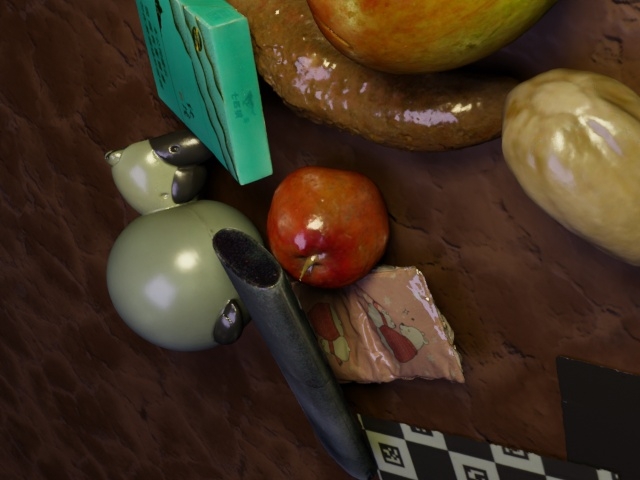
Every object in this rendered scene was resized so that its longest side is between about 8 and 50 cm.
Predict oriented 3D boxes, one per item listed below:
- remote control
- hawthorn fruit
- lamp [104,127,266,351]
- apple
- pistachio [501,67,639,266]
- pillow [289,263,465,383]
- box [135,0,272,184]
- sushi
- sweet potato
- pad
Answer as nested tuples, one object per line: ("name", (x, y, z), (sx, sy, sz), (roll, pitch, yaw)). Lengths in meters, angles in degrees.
("remote control", (-0.018, 0.135, 1.018), (0.107, 0.044, 0.378), (34, 157, 40))
("hawthorn fruit", (0.001, -0.006, 0.923), (0.125, 0.140, 0.125), (28, 159, 12))
("lamp", (-0.156, 0.003, 1.057), (0.197, 0.197, 0.244), (-6, 97, 47))
("apple", (0.083, -0.212, 0.639), (0.196, 0.196, 0.196), (25, 134, 30))
("pistachio", (0.210, -0.049, 0.703), (0.185, 0.108, 0.126), (43, 159, -2))
("pillow", (0.053, 0.090, 1.008), (0.248, 0.049, 0.135), (-13, 108, 53))
("box", (-0.120, -0.173, 0.913), (0.226, 0.042, 0.161), (46, 153, 47))
("sushi", (0.199, 0.385, 1.069), (0.343, 0.064, 0.359), (4, 121, 44))
("sweet potato", (0.017, -0.153, 0.830), (0.341, 0.092, 0.114), (32, 112, 23))
("pad", (0.307, 0.224, 0.891), (0.163, 0.004, 0.243), (12, 127, 39))
